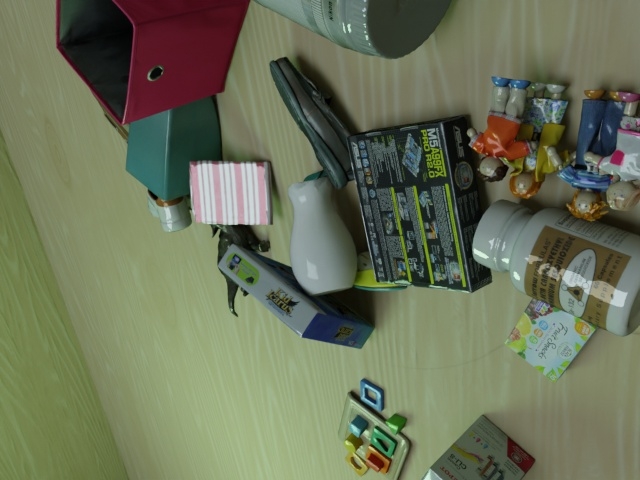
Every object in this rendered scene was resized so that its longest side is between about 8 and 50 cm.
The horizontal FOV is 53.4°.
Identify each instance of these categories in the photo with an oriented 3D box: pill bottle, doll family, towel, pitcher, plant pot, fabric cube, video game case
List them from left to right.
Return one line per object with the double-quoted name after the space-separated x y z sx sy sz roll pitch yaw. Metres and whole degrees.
-0.338 -0.427 1.258 0.259 0.258 0.254 49 141 16 "fabric cube"
-0.332 -0.246 1.459 0.166 0.165 0.234 36 132 29 "plant pot"
-0.198 -0.107 1.417 0.197 0.029 0.144 3 106 15 "towel"
-0.043 0.118 1.299 0.244 0.269 0.061 37 95 30 "video game case"
0.000 0.000 1.229 0.178 0.126 0.207 66 -168 -81 "pitcher"
0.334 0.026 0.875 0.229 0.131 0.131 27 132 37 "pill bottle"
0.325 -0.113 0.820 0.263 0.118 0.163 19 109 37 "doll family"

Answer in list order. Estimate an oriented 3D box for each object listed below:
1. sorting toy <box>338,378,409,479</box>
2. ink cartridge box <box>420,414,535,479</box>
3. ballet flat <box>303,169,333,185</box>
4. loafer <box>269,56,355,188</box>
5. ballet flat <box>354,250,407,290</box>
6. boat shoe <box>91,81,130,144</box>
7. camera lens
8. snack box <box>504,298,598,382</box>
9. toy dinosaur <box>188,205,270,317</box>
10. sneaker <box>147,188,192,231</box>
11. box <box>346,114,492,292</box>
0.113 0.480 1.512 0.196 0.047 0.347 36 138 29 "sorting toy"
0.280 0.446 1.182 0.128 0.176 0.127 40 139 25 "ink cartridge box"
0.012 -0.122 1.242 0.114 0.041 0.041 -18 99 53 "ballet flat"
0.001 -0.224 1.163 0.267 0.084 0.096 61 175 5 "loafer"
0.077 0.060 1.255 0.231 0.077 0.077 -5 94 53 "ballet flat"
-0.507 -0.334 1.637 0.324 0.123 0.120 53 146 11 "boat shoe"
0.028 -0.395 0.878 0.274 0.219 0.219 36 137 29 "camera lens"
0.363 0.143 0.998 0.100 0.037 0.141 38 138 25 "snack box"
-0.207 0.037 1.563 0.160 0.121 0.313 36 143 47 "toy dinosaur"
-0.386 -0.118 1.611 0.290 0.106 0.123 33 140 62 "sneaker"
0.159 -0.056 1.047 0.216 0.060 0.270 1 108 51 "box"
